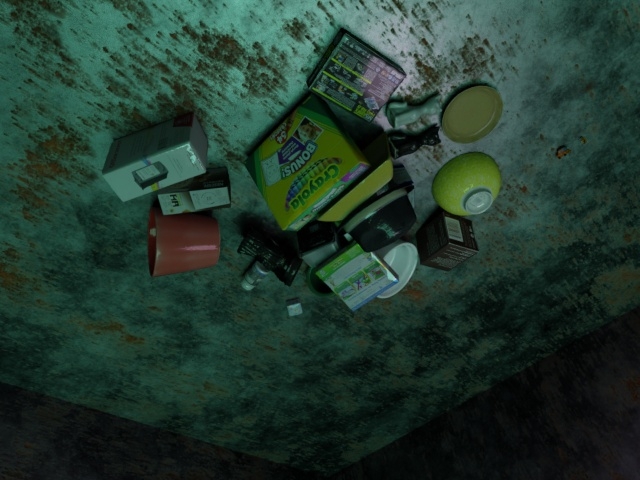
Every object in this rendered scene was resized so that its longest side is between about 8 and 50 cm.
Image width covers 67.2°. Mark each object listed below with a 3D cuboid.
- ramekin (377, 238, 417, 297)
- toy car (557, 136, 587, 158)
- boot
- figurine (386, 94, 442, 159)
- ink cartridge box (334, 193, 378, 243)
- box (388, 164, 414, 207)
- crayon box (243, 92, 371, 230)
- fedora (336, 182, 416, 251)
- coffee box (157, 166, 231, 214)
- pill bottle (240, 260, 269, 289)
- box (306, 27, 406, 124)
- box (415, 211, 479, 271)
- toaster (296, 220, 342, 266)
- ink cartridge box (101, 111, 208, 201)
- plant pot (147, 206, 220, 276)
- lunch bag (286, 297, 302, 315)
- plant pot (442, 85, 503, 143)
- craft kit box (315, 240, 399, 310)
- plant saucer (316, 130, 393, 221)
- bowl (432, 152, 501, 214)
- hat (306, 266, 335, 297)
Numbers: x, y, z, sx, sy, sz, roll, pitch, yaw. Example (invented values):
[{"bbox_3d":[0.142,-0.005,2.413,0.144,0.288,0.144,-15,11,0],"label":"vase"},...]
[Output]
[{"bbox_3d":[0.289,0.105,2.136,0.277,0.135,0.277,-23,130,-31],"label":"ramekin"},{"bbox_3d":[1.037,-0.388,2.001,0.122,0.060,0.041,-34,87,-4],"label":"toy car"},{"bbox_3d":[-0.211,0.071,2.050,0.260,0.131,0.348,27,166,1],"label":"boot"},{"bbox_3d":[0.356,-0.425,1.782,0.209,0.092,0.215,-16,133,-8],"label":"figurine"},{"bbox_3d":[0.165,-0.090,1.974,0.198,0.115,0.273,-37,134,0],"label":"ink cartridge box"},{"bbox_3d":[0.321,-0.210,1.921,0.072,0.137,0.126,-13,133,-2],"label":"box"},{"bbox_3d":[-0.057,-0.263,1.670,0.363,0.313,0.106,-40,158,22],"label":"crayon box"},{"bbox_3d":[0.226,-0.063,1.752,0.334,0.153,0.334,-32,171,-6],"label":"fedora"},{"bbox_3d":[-0.459,-0.183,1.774,0.246,0.141,0.098,-7,132,-6],"label":"coffee box"},{"bbox_3d":[-0.295,0.157,2.157,0.078,0.078,0.137,26,122,-31],"label":"pill bottle"},{"bbox_3d":[0.122,-0.548,1.629,0.270,0.060,0.216,22,124,-28],"label":"box"},{"bbox_3d":[0.552,0.008,2.116,0.167,0.169,0.203,14,145,-24],"label":"box"},{"bbox_3d":[0.000,0.000,2.024,0.185,0.168,0.110,-23,135,10],"label":"toaster"},{"bbox_3d":[-0.542,-0.283,1.610,0.306,0.226,0.131,-19,131,7],"label":"ink cartridge box"},{"bbox_3d":[-0.530,0.004,1.864,0.243,0.275,0.275,-1,132,-26],"label":"plant pot"},{"bbox_3d":[-0.128,0.332,2.369,0.071,0.053,0.083,-14,123,-3],"label":"lunch bag"},{"bbox_3d":[0.567,-0.474,1.811,0.236,0.032,0.236,-6,133,-7],"label":"plant pot"},{"bbox_3d":[0.150,0.140,1.978,0.250,0.061,0.246,-36,111,22],"label":"craft kit box"},{"bbox_3d":[0.141,-0.217,1.740,0.333,0.333,0.081,-40,109,22],"label":"plant saucer"},{"bbox_3d":[0.625,-0.199,1.987,0.289,0.156,0.290,-6,133,-7],"label":"bowl"},{"bbox_3d":[0.037,0.178,2.285,0.172,0.183,0.209,-3,94,12],"label":"hat"}]
